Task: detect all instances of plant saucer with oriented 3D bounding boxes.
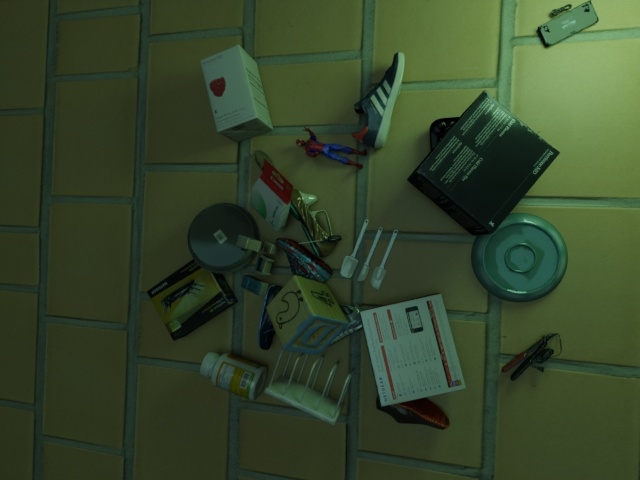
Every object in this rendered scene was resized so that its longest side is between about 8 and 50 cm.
[{"bbox_3d":[0.699,0.061,1.444,0.317,0.043,0.318,0,90,13],"label":"plant saucer"}]

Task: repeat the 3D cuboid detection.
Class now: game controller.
[{"bbox_3d":[0.484,-0.283,1.483,0.166,0.067,0.320,-4,90,14],"label":"game controller"}]

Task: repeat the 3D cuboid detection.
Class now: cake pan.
[{"bbox_3d":[-0.395,-0.015,1.659,0.292,0.054,0.294,0,81,-2],"label":"cake pan"}]

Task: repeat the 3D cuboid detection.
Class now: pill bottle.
[{"bbox_3d":[-0.350,0.533,1.650,0.245,0.136,0.137,16,94,13],"label":"pill bottle"}]

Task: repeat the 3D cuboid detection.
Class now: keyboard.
[{"bbox_3d":[0.846,-0.756,1.418,0.180,0.023,0.108,-25,91,12],"label":"keyboard"}]

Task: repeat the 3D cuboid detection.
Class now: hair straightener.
[{"bbox_3d":[0.750,0.412,1.436,0.230,0.047,0.089,-44,81,6],"label":"hair straightener"}]

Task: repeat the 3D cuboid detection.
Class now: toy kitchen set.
[{"bbox_3d":[-0.283,0.092,1.600,0.122,0.166,0.207,16,89,45],"label":"toy kitchen set"}]

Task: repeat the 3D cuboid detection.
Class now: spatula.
[{"bbox_3d":[0.189,0.049,1.579,0.168,0.019,0.242,22,95,14],"label":"spatula"}]

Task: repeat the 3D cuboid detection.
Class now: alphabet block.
[{"bbox_3d":[-0.050,0.274,1.502,0.192,0.193,0.197,-49,46,17],"label":"alphabet block"}]

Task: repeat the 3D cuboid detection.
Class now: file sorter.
[{"bbox_3d":[-0.030,0.523,1.547,0.277,0.193,0.173,21,92,13],"label":"file sorter"}]

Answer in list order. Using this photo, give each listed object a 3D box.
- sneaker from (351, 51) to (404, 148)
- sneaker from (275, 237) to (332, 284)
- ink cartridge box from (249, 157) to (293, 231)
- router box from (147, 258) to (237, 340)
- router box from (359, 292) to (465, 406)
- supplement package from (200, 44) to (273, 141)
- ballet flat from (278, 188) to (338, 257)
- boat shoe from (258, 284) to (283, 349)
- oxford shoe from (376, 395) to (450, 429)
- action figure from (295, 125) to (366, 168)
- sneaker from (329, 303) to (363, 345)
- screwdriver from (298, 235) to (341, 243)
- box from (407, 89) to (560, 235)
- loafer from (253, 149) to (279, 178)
[{"bbox_3d":[0.208,-0.525,1.515,0.147,0.131,0.351,16,94,9],"label":"sneaker"},{"bbox_3d":[-0.087,0.092,1.604,0.261,0.104,0.125,37,100,11],"label":"sneaker"},{"bbox_3d":[-0.190,-0.169,1.570,0.056,0.225,0.181,-30,63,-32],"label":"ink cartridge box"},{"bbox_3d":[-0.538,0.235,1.724,0.308,0.081,0.243,-34,83,12],"label":"router box"},{"bbox_3d":[0.320,0.383,1.470,0.300,0.082,0.336,-12,81,2],"label":"router box"},{"bbox_3d":[-0.327,-0.570,1.623,0.177,0.175,0.293,-16,86,14],"label":"supplement package"},{"bbox_3d":[-0.043,-0.098,1.598,0.124,0.116,0.343,-32,83,-9],"label":"ballet flat"},{"bbox_3d":[-0.186,0.310,1.628,0.088,0.109,0.259,10,94,10],"label":"boat shoe"},{"bbox_3d":[0.336,0.632,1.518,0.271,0.097,0.099,20,112,19],"label":"oxford shoe"},{"bbox_3d":[0.025,-0.351,1.563,0.280,0.139,0.092,17,93,15],"label":"action figure"},{"bbox_3d":[0.062,0.315,1.585,0.228,0.086,0.132,-29,78,2],"label":"sneaker"},{"bbox_3d":[0.000,0.000,1.527,0.169,0.025,0.024,-8,86,-23],"label":"screwdriver"},{"bbox_3d":[0.526,-0.244,1.370,0.312,0.179,0.343,41,90,2],"label":"box"},{"bbox_3d":[-0.222,-0.307,1.662,0.056,0.050,0.148,-42,81,10],"label":"loafer"}]
